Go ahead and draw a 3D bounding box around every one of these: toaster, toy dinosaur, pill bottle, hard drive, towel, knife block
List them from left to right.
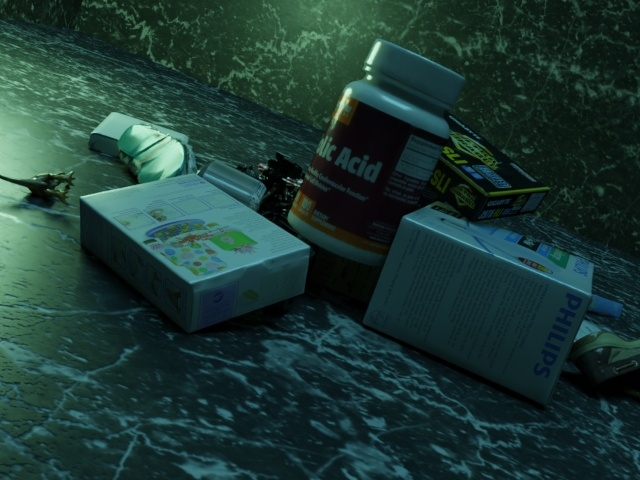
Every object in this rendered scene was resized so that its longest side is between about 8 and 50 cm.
[{"bbox_3d":[-0.533,-0.105,1.606,0.112,0.064,0.211,5,1,14],"label":"toy dinosaur"},{"bbox_3d":[-0.478,-0.266,2.279,0.233,0.047,0.353,18,15,-10],"label":"hard drive"},{"bbox_3d":[-0.206,-0.087,1.828,0.146,0.129,0.227,22,13,-3],"label":"toaster"},{"bbox_3d":[-0.128,-0.130,2.058,0.322,0.164,0.218,-19,11,-25],"label":"toy dinosaur"},{"bbox_3d":[-0.081,-0.197,2.612,0.197,0.029,0.144,24,15,13],"label":"towel"},{"bbox_3d":[0.022,0.023,1.811,0.275,0.088,0.242,22,15,5],"label":"knife block"},{"bbox_3d":[0.110,-0.168,1.633,0.224,0.392,0.224,23,11,-5],"label":"pill bottle"}]

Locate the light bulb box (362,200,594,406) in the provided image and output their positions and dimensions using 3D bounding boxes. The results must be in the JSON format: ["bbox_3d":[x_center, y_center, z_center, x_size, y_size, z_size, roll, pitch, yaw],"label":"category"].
[{"bbox_3d":[0.322,0.103,1.656,0.361,0.225,0.358,23,14,14],"label":"light bulb box"}]

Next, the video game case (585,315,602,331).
[{"bbox_3d":[0.554,0.185,2.045,0.232,0.042,0.210,19,13,-7],"label":"video game case"}]

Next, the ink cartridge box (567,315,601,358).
[{"bbox_3d":[0.552,0.205,1.870,0.122,0.052,0.088,-6,44,-43],"label":"ink cartridge box"}]

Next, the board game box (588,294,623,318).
[{"bbox_3d":[0.580,0.136,1.981,0.160,0.039,0.211,19,-3,-8],"label":"board game box"}]

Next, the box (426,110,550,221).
[{"bbox_3d":[0.297,-0.169,1.828,0.257,0.079,0.322,-9,44,-46],"label":"box"}]

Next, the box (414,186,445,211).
[{"bbox_3d":[0.174,-0.134,2.151,0.179,0.313,0.343,16,16,-17],"label":"box"}]

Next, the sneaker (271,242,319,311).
[{"bbox_3d":[-0.072,0.047,1.568,0.106,0.101,0.267,20,14,7],"label":"sneaker"}]

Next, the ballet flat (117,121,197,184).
[{"bbox_3d":[-0.349,-0.167,1.942,0.147,0.147,0.409,12,17,-30],"label":"ballet flat"}]

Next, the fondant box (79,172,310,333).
[{"bbox_3d":[-0.214,0.007,1.409,0.238,0.096,0.330,-17,35,-40],"label":"fondant box"}]

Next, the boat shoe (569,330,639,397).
[{"bbox_3d":[0.647,0.273,1.752,0.342,0.123,0.123,15,44,-40],"label":"boat shoe"}]
